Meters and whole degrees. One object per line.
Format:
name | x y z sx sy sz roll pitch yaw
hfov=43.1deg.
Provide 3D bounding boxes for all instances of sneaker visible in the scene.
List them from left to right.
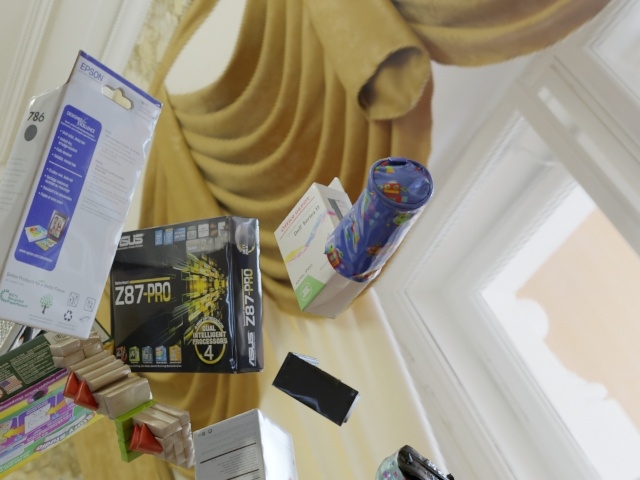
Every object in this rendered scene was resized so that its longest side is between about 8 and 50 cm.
sneaker | -0.738 0.253 1.926 0.321 0.126 0.127 -54 -41 -21

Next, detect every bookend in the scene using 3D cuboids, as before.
bookend | 0.013 0.286 1.544 0.072 0.157 0.156 -62 -24 -3

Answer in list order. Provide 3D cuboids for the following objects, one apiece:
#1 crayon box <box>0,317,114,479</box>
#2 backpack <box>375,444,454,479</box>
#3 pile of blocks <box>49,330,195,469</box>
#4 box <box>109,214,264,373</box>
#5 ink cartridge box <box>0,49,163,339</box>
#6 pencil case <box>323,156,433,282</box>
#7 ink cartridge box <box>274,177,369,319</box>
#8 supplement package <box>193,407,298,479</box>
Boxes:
crayon box | -0.617 0.347 1.684 0.363 0.106 0.313 -29 -26 -37
backpack | 0.217 0.565 1.857 0.115 0.182 0.152 -45 3 23
pile of blocks | -0.382 0.300 1.455 0.113 0.362 0.148 -22 -43 -46
box | -0.295 0.125 1.731 0.395 0.318 0.097 -6 -8 38
ink cartridge box | -0.314 -0.053 1.009 0.165 0.065 0.332 32 -108 -57
pencil case | 0.104 -0.039 1.529 0.119 0.133 0.306 -2 -29 -20
ink cartridge box | 0.000 0.000 2.099 0.119 0.353 0.207 16 -54 -36
supplement package | -0.156 0.555 1.776 0.175 0.292 0.177 -23 -41 14
